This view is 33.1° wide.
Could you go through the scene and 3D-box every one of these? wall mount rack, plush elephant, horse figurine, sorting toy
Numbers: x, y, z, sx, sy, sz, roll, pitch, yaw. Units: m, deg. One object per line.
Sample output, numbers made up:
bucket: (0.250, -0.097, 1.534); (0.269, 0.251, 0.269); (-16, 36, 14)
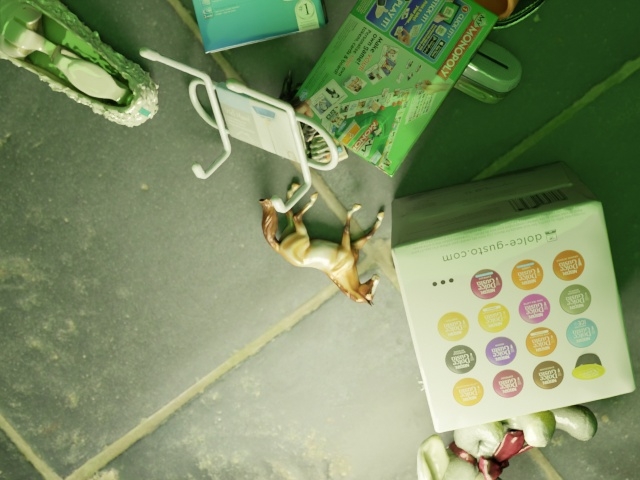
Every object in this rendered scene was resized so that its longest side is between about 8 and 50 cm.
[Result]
wall mount rack: (-0.146, -0.206, 1.805); (0.350, 0.130, 0.304); (23, 146, 34)
plush elephant: (0.304, 0.398, 1.989); (0.330, 0.272, 0.255); (14, 91, 28)
horse figurine: (0.000, 0.000, 1.997); (0.263, 0.066, 0.175); (18, 98, -4)
sorting toy: (0.002, -0.163, 1.981); (0.083, 0.012, 0.062); (-24, 102, 8)

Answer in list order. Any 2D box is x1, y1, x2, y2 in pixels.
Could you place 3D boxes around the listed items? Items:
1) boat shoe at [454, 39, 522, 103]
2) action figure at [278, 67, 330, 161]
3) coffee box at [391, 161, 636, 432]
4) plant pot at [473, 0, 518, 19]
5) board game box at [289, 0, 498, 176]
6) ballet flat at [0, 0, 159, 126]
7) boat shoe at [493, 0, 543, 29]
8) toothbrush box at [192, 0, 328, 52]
boat shoe: (0.205, -0.333, 1.887); (0.302, 0.109, 0.094); (33, 147, 4)
action figure: (0.012, -0.219, 1.902); (0.275, 0.141, 0.164); (4, 95, 0)
coffee box: (0.318, 0.087, 1.863); (0.337, 0.338, 0.334); (-13, 104, 6)
plant pot: (0.246, -0.529, 1.760); (0.291, 0.291, 0.203); (36, 86, -6)
board game box: (0.120, -0.295, 1.803); (0.213, 0.046, 0.317); (34, 92, 4)
ballet flat: (-0.466, -0.340, 1.896); (0.409, 0.147, 0.147); (30, 103, -4)
boat shoe: (0.389, -0.482, 1.844); (0.114, 0.091, 0.302); (41, 102, -7)
toothbrush box: (-0.122, -0.491, 1.845); (0.216, 0.126, 0.296); (-13, 104, 6)
